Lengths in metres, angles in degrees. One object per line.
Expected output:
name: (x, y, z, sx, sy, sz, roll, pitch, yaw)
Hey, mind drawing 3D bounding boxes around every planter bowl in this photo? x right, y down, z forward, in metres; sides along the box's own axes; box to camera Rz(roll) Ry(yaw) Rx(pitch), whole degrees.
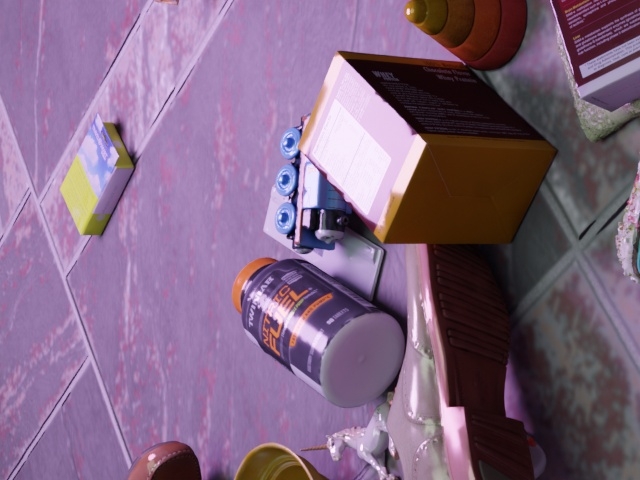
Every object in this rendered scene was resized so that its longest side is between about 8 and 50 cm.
planter bowl: (-0.023, 0.367, 1.983, 0.217, 0.090, 0.217, -2, 88, 54)

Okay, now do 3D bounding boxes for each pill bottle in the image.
pill bottle: (-0.014, 0.104, 1.939, 0.245, 0.130, 0.130, 32, 115, 49)

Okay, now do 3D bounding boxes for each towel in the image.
towel: (0.297, -0.186, 1.607, 0.110, 0.027, 0.148, -33, 64, 49)

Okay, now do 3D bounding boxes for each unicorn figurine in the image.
unicorn figurine: (0.066, 0.250, 1.900, 0.162, 0.060, 0.111, -50, 50, 20)

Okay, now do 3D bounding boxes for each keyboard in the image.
keyboard: (0.000, 0.000, 2.023, 0.256, 0.014, 0.072, 33, 121, 49)

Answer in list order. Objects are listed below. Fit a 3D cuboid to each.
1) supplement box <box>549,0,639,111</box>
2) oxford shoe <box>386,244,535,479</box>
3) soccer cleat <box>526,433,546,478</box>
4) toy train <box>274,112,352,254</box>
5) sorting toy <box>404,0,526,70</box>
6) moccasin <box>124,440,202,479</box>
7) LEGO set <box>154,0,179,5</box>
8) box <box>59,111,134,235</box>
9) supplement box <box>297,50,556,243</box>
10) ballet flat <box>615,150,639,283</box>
supplement box: (0.297, -0.266, 1.542, 0.130, 0.073, 0.239, -25, 69, 32)
oxford shoe: (0.123, 0.144, 1.687, 0.146, 0.140, 0.397, -32, 46, 35)
soccer cleat: (0.180, 0.245, 1.741, 0.196, 0.068, 0.076, 9, 128, 46)
toy train: (-0.001, -0.075, 1.956, 0.105, 0.080, 0.184, -5, 78, 49)
sorting toy: (0.151, -0.377, 1.724, 0.127, 0.126, 0.365, 7, 96, 53)
moccasin: (-0.225, 0.470, 2.215, 0.147, 0.139, 0.380, 29, 113, 49)
LEGO set: (-0.236, -0.480, 2.263, 0.107, 0.132, 0.287, -19, 89, 65)
box: (-0.358, -0.107, 2.478, 0.178, 0.042, 0.109, -57, 48, 36)
supplement box: (0.116, -0.103, 1.713, 0.194, 0.191, 0.129, 50, 128, 40)
ballet flat: (0.339, -0.074, 1.509, 0.077, 0.091, 0.241, -122, 47, -67)
